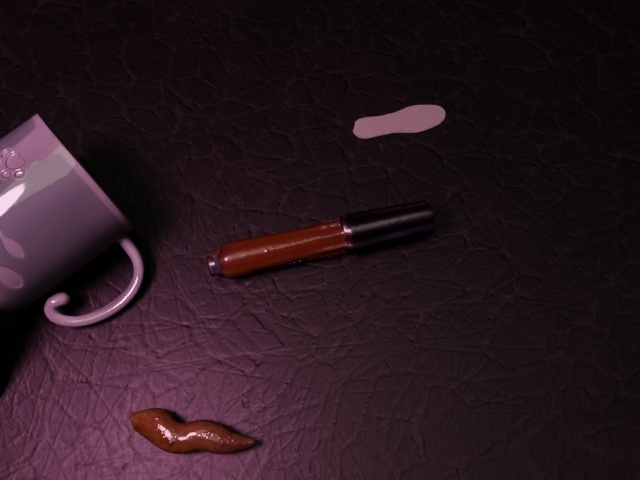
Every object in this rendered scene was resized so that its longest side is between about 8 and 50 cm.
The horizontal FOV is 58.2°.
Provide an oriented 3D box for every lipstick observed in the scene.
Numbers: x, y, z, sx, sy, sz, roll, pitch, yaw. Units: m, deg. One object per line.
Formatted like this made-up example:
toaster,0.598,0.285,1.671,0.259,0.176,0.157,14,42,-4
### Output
lipstick,0.000,0.000,1.058,0.419,0.077,0.077,-13,67,-1

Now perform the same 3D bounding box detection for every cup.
cup,-0.487,0.002,1.009,0.275,0.259,0.356,-39,102,-12

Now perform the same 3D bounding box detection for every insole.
insole,0.163,-0.245,1.192,0.197,0.004,0.065,-13,67,-3

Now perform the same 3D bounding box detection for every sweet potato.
sweet potato,-0.215,0.321,0.945,0.219,0.051,0.065,11,66,7
